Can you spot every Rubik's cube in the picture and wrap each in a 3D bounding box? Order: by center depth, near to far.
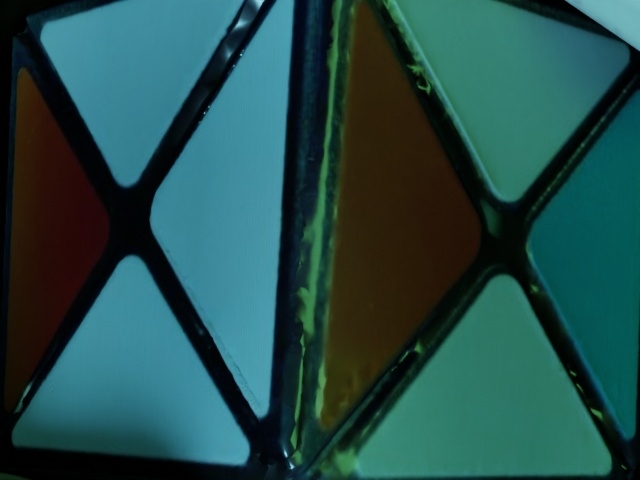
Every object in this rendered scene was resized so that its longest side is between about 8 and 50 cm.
[{"bbox_3d":[0.000,0.001,0.739,0.246,0.248,0.250,8,83,-43],"label":"Rubik's cube"}]

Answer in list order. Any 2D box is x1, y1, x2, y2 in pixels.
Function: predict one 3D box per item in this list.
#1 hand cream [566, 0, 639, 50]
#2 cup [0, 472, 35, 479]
[{"bbox_3d":[0.095,-0.198,0.696,0.185,0.358,0.118,-28,148,-49],"label":"hand cream"},{"bbox_3d":[-0.120,0.239,0.651,0.173,0.202,0.255,-1,90,-43],"label":"cup"}]
